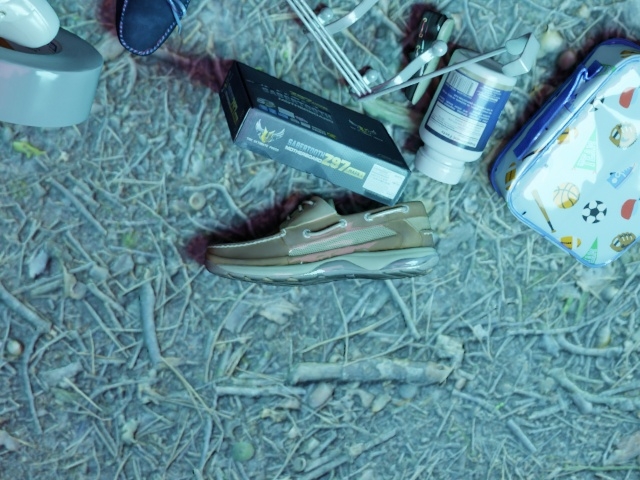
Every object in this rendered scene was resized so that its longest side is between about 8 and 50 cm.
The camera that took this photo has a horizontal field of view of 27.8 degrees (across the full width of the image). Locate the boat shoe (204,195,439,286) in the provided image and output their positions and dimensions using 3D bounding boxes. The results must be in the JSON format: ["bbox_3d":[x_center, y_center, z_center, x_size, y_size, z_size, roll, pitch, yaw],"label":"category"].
[{"bbox_3d":[0.000,0.000,1.804,0.324,0.123,0.116,-3,83,0],"label":"boat shoe"}]

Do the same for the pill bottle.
[{"bbox_3d":[0.191,-0.166,1.758,0.094,0.094,0.169,17,112,-18],"label":"pill bottle"}]

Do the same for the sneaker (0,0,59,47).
[{"bbox_3d":[-0.429,-0.269,1.424,0.290,0.123,0.106,29,152,-32],"label":"sneaker"}]

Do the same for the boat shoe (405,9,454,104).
[{"bbox_3d":[0.139,-0.246,1.740,0.042,0.049,0.133,28,123,15],"label":"boat shoe"}]

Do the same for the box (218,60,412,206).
[{"bbox_3d":[-0.010,-0.141,1.680,0.232,0.183,0.059,21,109,-19],"label":"box"}]

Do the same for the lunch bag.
[{"bbox_3d":[0.400,-0.128,1.810,0.243,0.115,0.303,34,106,-21],"label":"lunch bag"}]

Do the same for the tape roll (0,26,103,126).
[{"bbox_3d":[-0.375,-0.213,1.552,0.219,0.219,0.072,14,112,-17],"label":"tape roll"}]

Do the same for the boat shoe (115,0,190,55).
[{"bbox_3d":[-0.192,-0.345,1.596,0.109,0.089,0.258,15,112,-17],"label":"boat shoe"}]

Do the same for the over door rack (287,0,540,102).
[{"bbox_3d":[0.098,-0.298,1.583,0.239,0.324,0.108,50,59,-26],"label":"over door rack"}]
